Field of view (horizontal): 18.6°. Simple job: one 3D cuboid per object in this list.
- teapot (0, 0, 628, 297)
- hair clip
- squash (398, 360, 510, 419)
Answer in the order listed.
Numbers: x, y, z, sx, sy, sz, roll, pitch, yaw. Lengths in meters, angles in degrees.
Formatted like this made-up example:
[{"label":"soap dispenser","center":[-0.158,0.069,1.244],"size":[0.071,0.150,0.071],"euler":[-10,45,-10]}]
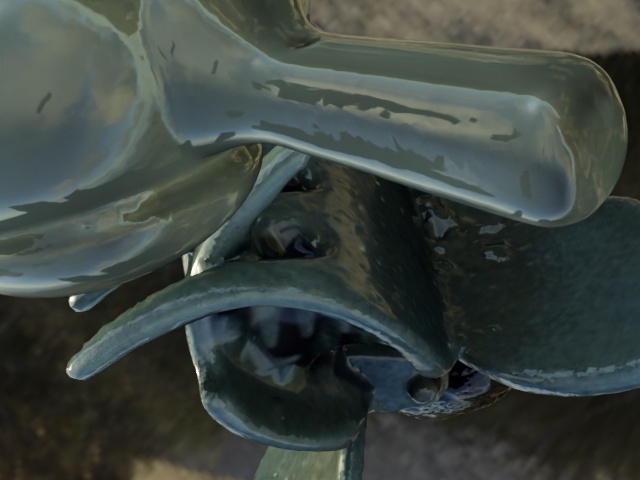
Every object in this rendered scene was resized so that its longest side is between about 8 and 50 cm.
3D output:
[{"label":"teapot","center":[-0.067,-0.054,0.708],"size":[0.318,0.220,0.149],"euler":[18,129,62]},{"label":"hair clip","center":[0.000,0.000,1.136],"size":[0.392,0.318,0.238],"euler":[-38,122,22]},{"label":"squash","center":[0.076,0.033,1.398],"size":[0.193,0.156,0.193],"euler":[178,90,-73]}]
